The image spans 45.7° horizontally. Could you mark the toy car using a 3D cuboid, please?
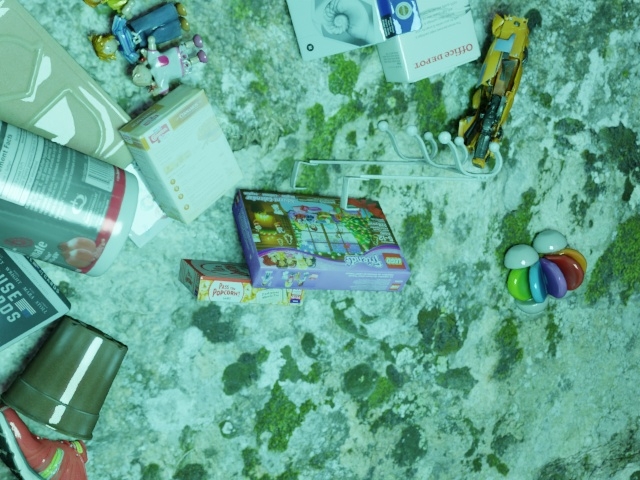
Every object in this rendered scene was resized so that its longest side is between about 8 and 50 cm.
[{"bbox_3d":[0.500,0.076,1.658,0.182,0.136,0.159,-25,110,-17],"label":"toy car"}]

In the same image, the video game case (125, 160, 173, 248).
[{"bbox_3d":[-0.315,-0.089,1.335,0.143,0.019,0.157,-42,114,-10],"label":"video game case"}]

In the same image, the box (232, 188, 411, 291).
[{"bbox_3d":[0.000,0.000,1.393,0.293,0.201,0.057,3,134,-24],"label":"box"}]

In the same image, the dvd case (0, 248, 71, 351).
[{"bbox_3d":[-0.555,0.104,1.220,0.239,0.029,0.179,-30,117,3],"label":"dvd case"}]

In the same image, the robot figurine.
[{"bbox_3d":[0.343,-0.288,1.508,0.085,0.211,0.291,19,97,14],"label":"robot figurine"}]

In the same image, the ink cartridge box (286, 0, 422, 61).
[{"bbox_3d":[0.047,-0.450,1.341,0.224,0.045,0.223,-12,108,16],"label":"ink cartridge box"}]

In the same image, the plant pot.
[{"bbox_3d":[-0.420,0.224,1.282,0.167,0.167,0.165,32,80,-25],"label":"plant pot"}]

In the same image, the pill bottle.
[{"bbox_3d":[-0.446,-0.073,1.113,0.319,0.176,0.176,22,91,-28],"label":"pill bottle"}]

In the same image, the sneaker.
[{"bbox_3d":[-0.475,0.382,1.333,0.118,0.107,0.279,-42,118,-31],"label":"sneaker"}]

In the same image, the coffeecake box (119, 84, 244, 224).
[{"bbox_3d":[-0.231,-0.145,1.287,0.142,0.068,0.185,-44,132,-26],"label":"coffeecake box"}]

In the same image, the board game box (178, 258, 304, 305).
[{"bbox_3d":[-0.144,0.076,1.372,0.194,0.147,0.045,5,99,-25],"label":"board game box"}]

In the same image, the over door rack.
[{"bbox_3d":[0.133,-0.152,1.395,0.324,0.239,0.108,-13,108,-21],"label":"over door rack"}]

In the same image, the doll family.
[{"bbox_3d":[-0.304,-0.368,1.248,0.163,0.118,0.263,-29,129,-22],"label":"doll family"}]

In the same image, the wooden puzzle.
[{"bbox_3d":[-0.504,-0.172,1.204,0.322,0.080,0.348,-45,118,-7],"label":"wooden puzzle"}]

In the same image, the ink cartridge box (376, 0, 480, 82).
[{"bbox_3d":[0.186,-0.436,1.438,0.172,0.100,0.237,-23,108,-17],"label":"ink cartridge box"}]
